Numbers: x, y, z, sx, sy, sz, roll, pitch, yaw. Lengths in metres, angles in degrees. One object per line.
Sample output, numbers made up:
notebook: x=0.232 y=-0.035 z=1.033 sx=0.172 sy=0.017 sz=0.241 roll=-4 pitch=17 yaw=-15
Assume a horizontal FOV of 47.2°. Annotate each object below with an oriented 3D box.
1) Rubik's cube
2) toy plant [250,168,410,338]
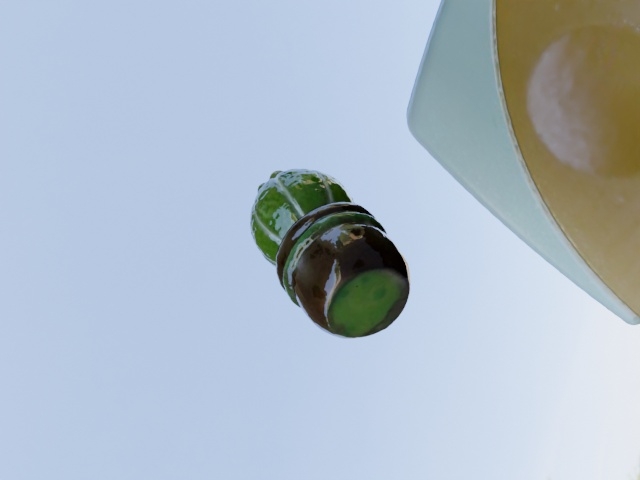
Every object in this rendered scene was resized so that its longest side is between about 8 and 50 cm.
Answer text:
Rubik's cube: x=0.329 y=-0.177 z=0.655 sx=0.352 sy=0.352 sz=0.347 roll=-35 pitch=-24 yaw=-37
toy plant: x=0.000 y=0.000 z=0.571 sx=0.162 sy=0.093 sz=0.092 roll=54 pitch=177 yaw=46
